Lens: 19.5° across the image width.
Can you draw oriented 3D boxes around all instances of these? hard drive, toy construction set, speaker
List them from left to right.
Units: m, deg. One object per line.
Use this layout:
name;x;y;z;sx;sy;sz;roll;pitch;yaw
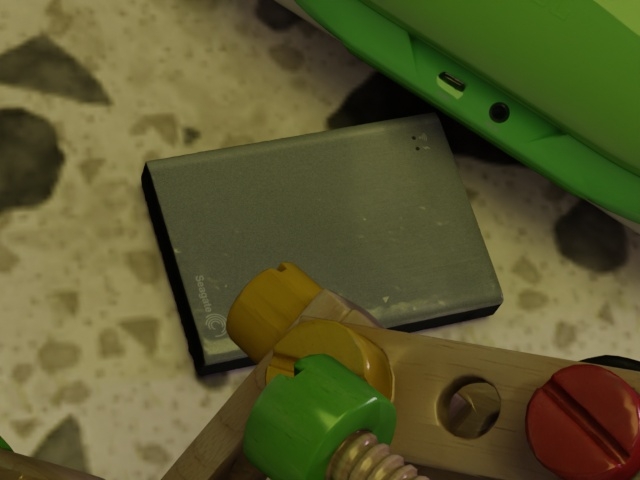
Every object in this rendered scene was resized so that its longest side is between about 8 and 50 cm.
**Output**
toy construction set;-0.004;0.093;0.658;0.237;0.257;0.309;35;26;29
hard drive;0.000;0.000;0.794;0.135;0.022;0.094;-11;68;-18
speaker;0.097;-0.103;0.811;0.296;0.131;0.131;33;62;3
